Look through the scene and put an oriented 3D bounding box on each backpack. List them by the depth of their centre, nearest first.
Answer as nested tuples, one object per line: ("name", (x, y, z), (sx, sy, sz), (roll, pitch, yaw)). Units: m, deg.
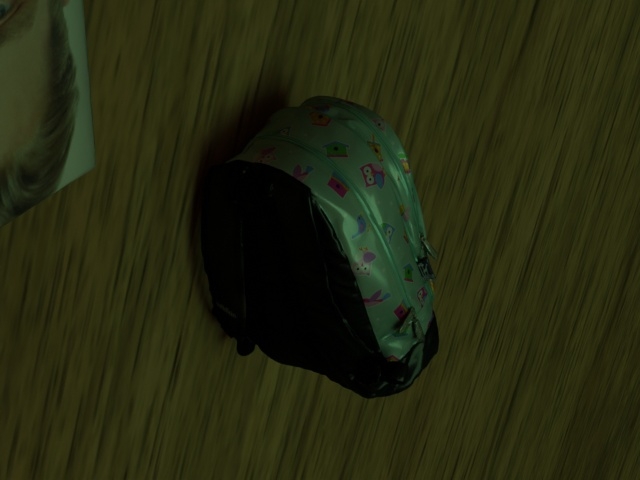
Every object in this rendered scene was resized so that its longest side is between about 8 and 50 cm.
("backpack", (0.000, 0.000, 1.007), (0.115, 0.152, 0.182), (-49, 137, -37))

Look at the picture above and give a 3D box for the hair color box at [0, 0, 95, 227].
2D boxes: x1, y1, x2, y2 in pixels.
("hair color box", (-0.186, -0.149, 0.587), (0.174, 0.105, 0.347), (-38, 143, -40))
